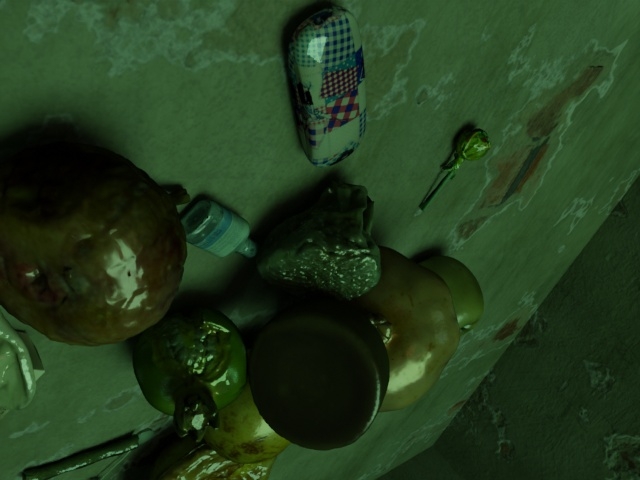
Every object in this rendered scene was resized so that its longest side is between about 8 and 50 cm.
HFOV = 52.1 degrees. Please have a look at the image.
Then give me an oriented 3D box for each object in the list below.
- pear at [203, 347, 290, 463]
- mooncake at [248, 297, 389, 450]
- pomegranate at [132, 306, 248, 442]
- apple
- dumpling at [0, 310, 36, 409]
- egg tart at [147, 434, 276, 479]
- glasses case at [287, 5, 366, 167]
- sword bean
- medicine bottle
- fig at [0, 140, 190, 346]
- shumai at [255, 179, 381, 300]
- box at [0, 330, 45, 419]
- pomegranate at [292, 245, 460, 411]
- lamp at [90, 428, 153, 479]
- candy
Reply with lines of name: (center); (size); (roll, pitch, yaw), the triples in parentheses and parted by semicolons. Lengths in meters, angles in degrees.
pear: (-0.161, 0.392, 1.565); (0.280, 0.281, 0.281); (-29, 148, -21)
mooncake: (0.001, 0.259, 1.315); (0.284, 0.284, 0.155); (-54, 170, 20)
pomegranate: (-0.246, 0.268, 1.280); (0.235, 0.302, 0.236); (-8, 126, -12)
apple: (0.339, 0.176, 1.908); (0.262, 0.262, 0.262); (-29, 148, -21)
dumpling: (-0.508, 0.093, 0.845); (0.318, 0.187, 0.243); (17, 108, -12)
egg tart: (-0.322, 0.634, 1.783); (0.443, 0.178, 0.443); (-27, 146, -21)
glasses case: (0.017, -0.250, 1.124); (0.125, 0.076, 0.327); (-34, 150, -16)
sword bean: (-0.541, 0.499, 1.490); (0.269, 0.038, 0.043); (-9, 142, -42)
medicine bottle: (-0.181, -0.012, 1.227); (0.090, 0.054, 0.208); (-45, 154, 5)
fig: (-0.304, -0.018, 0.962); (0.286, 0.286, 0.369); (-56, 179, 24)
shumai: (0.000, 0.000, 1.366); (0.260, 0.222, 0.225); (-13, 142, 13)
box: (-0.581, 0.240, 1.046); (0.212, 0.095, 0.168); (-46, 149, 8)
pomegranate: (0.117, 0.209, 1.536); (0.411, 0.411, 0.411); (-29, 148, -21)
lamp: (-0.481, 0.546, 1.610); (0.198, 0.056, 0.050); (-45, 147, 0)
candy: (0.320, -0.169, 1.614); (0.077, 0.073, 0.262); (9, 133, -32)
